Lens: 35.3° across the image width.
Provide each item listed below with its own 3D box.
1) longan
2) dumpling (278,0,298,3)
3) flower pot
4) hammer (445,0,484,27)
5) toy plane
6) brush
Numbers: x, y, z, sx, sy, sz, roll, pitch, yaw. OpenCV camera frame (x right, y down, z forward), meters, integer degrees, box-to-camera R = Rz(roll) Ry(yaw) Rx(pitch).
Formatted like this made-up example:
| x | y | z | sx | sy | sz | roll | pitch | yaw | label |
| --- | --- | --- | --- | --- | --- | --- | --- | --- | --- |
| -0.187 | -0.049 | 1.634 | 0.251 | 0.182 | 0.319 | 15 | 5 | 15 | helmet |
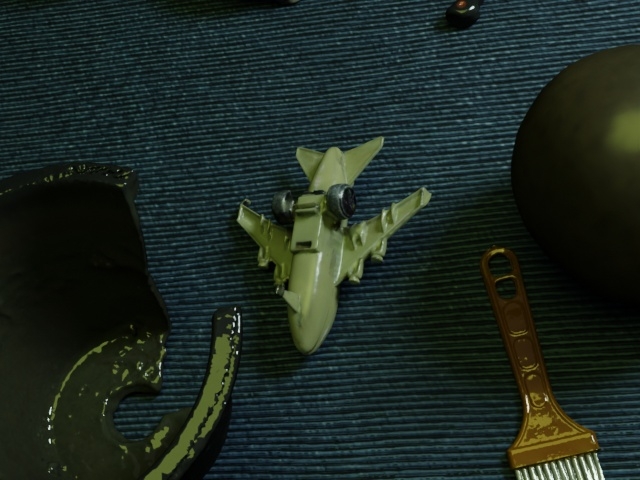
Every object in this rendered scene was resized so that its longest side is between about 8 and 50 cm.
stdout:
| x | y | z | sx | sy | sz | roll | pitch | yaw | label |
| --- | --- | --- | --- | --- | --- | --- | --- | --- | --- |
| 0.313 | -0.065 | 0.992 | 0.258 | 0.258 | 0.258 | -6 | 61 | 11 | longan |
| -0.082 | -0.397 | 1.344 | 0.177 | 0.092 | 0.150 | 27 | 74 | 24 | dumpling |
| -0.236 | 0.147 | 1.000 | 0.380 | 0.251 | 0.379 | -5 | 64 | 10 | flower pot |
| 0.249 | -0.386 | 1.295 | 0.111 | 0.033 | 0.287 | 26 | 71 | 24 | hammer |
| 0.000 | 0.000 | 1.116 | 0.242 | 0.104 | 0.256 | -3 | 54 | 28 | toy plane |
| 0.217 | 0.138 | 1.032 | 0.090 | 0.017 | 0.314 | -14 | 59 | 6 | brush |
